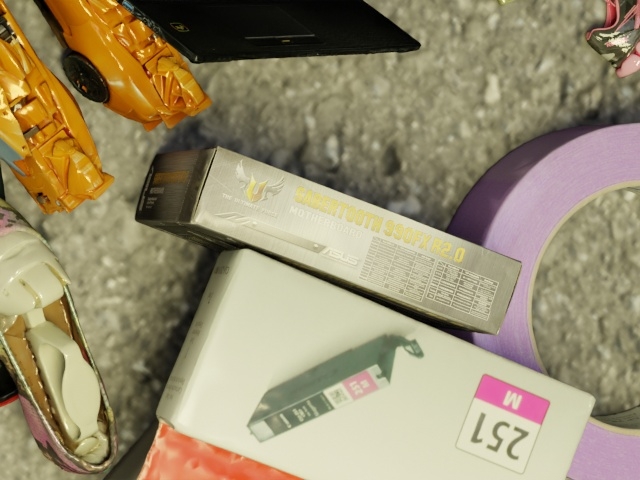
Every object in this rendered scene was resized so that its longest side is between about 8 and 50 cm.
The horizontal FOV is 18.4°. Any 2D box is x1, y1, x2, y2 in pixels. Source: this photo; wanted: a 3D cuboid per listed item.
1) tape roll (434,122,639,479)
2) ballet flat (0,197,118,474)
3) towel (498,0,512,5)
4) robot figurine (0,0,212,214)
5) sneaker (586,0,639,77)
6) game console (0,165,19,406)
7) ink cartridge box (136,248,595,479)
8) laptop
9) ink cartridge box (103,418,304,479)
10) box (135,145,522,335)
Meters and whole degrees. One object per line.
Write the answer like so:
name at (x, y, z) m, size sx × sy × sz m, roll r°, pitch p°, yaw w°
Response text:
tape roll at (0.227, 0.049, 1.501) m, size 0.275 × 0.090 × 0.274 m, roll -1°, pitch 93°, yaw -16°
ballet flat at (-0.190, 0.062, 1.349) m, size 0.077 × 0.079 × 0.221 m, roll -30°, pitch 104°, yaw -27°
towel at (0.162, -0.260, 1.503) m, size 0.110 × 0.027 × 0.148 m, roll -15°, pitch 97°, yaw -15°
robot figurine at (-0.203, -0.176, 1.342) m, size 0.211 × 0.085 × 0.291 m, roll -43°, pitch 113°, yaw -29°
sneaker at (0.248, -0.186, 1.526) m, size 0.057 × 0.047 × 0.119 m, roll 35°, pitch 81°, yaw -3°
game console at (-0.388, -0.048, 1.336) m, size 0.342 × 0.060 × 0.386 m, roll -10°, pitch 95°, yaw -23°
ink cartridge box at (0.018, 0.164, 1.322) m, size 0.275 × 0.060 × 0.239 m, roll 23°, pitch 82°, yaw -16°
laptop at (-0.068, -0.244, 1.322) m, size 0.234 × 0.264 × 0.136 m, roll -10°, pitch 132°, yaw -49°
ink cartridge box at (0.003, 0.231, 1.417) m, size 0.307 × 0.129 × 0.223 m, roll 43°, pitch 80°, yaw -13°
box at (0.000, 0.000, 1.381) m, size 0.231 × 0.183 × 0.056 m, roll 20°, pitch 84°, yaw -16°
